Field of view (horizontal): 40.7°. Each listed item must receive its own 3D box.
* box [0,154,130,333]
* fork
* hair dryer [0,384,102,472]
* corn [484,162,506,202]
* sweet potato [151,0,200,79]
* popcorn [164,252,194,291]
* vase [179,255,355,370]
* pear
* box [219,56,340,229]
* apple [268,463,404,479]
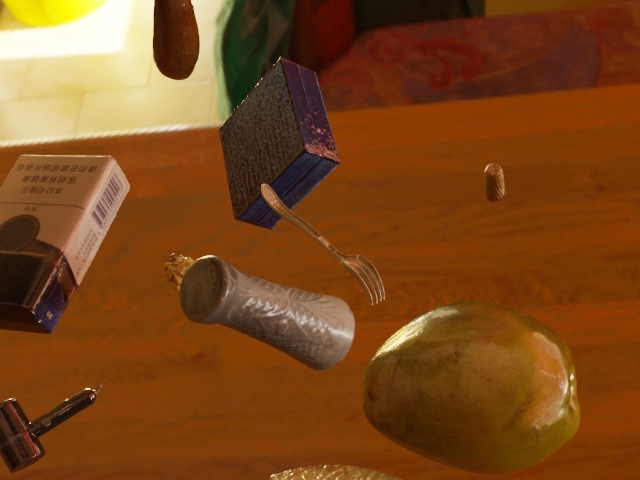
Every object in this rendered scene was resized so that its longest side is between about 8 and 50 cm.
[{"bbox_3d":[-0.380,-0.001,1.147,0.168,0.071,0.259,2,50,20],"label":"box"},{"bbox_3d":[0.001,-0.005,1.048,0.034,0.028,0.219,-26,58,-34],"label":"fork"},{"bbox_3d":[-0.506,0.323,1.605,0.219,0.071,0.124,-30,80,-6],"label":"hair dryer"},{"bbox_3d":[0.229,-0.074,1.132,0.028,0.083,0.027,1,66,13],"label":"corn"},{"bbox_3d":[-0.234,-0.325,1.436,0.079,0.346,0.108,16,82,-3],"label":"sweet potato"},{"bbox_3d":[-0.252,0.060,1.583,0.057,0.083,0.082,-33,21,6],"label":"popcorn"},{"bbox_3d":[-0.062,0.083,1.008,0.096,0.219,0.096,-18,61,35],"label":"vase"},{"bbox_3d":[0.220,0.216,1.266,0.307,0.253,0.253,-7,49,30],"label":"pear"},{"bbox_3d":[-0.099,-0.214,1.933,0.116,0.261,0.279,14,48,-37],"label":"box"},{"bbox_3d":[0.038,0.499,1.206,0.314,0.309,0.252,3,16,24],"label":"apple"}]
